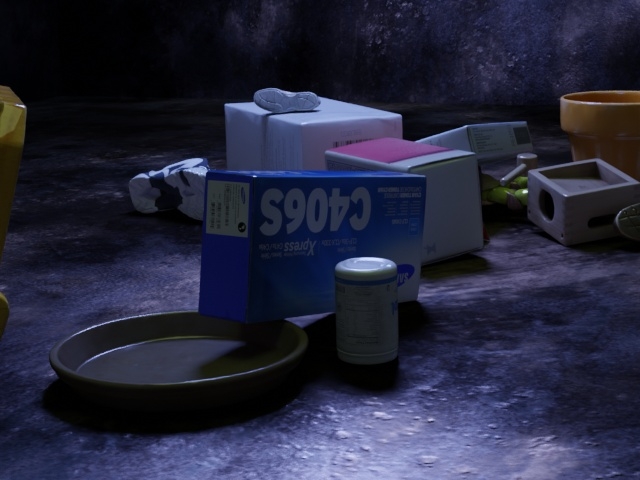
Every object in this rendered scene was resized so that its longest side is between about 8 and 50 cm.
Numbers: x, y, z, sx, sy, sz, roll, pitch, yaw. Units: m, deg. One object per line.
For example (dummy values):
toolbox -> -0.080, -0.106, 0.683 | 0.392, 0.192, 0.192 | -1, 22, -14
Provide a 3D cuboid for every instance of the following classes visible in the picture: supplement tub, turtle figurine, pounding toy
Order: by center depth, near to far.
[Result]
supplement tub -> 0.051, 0.077, 1.456 | 0.071, 0.107, 0.071 | -2, 13, 0
pounding toy -> 0.365, -0.065, 2.049 | 0.181, 0.094, 0.206 | -10, 24, -16
turtle figurine -> 0.271, -0.083, 2.190 | 0.217, 0.087, 0.269 | 0, 13, 6

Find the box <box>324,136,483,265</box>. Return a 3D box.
box -> 0.122, -0.063, 1.963 | 0.127, 0.149, 0.232 | -14, 17, -28

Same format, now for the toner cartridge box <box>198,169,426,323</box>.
toner cartridge box -> 0.000, 0.000, 1.567 | 0.075, 0.165, 0.348 | 9, 8, 36

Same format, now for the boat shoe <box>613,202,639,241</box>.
boat shoe -> 0.512, -0.022, 1.970 | 0.178, 0.064, 0.060 | -6, -18, -23

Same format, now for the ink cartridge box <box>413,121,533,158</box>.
ink cartridge box -> 0.201, -0.139, 2.219 | 0.239, 0.060, 0.275 | -15, -1, 30

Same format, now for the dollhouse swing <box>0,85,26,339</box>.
dollhouse swing -> -0.486, -0.007, 1.464 | 0.315, 0.305, 0.347 | -5, 14, -17

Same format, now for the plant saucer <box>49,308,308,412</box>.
plant saucer -> -0.150, 0.127, 1.415 | 0.278, 0.041, 0.278 | -2, 13, 0

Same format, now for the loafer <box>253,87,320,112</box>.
loafer -> -0.061, -0.257, 2.443 | 0.125, 0.045, 0.039 | 5, 1, 17

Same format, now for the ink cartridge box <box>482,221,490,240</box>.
ink cartridge box -> 0.213, -0.045, 2.011 | 0.029, 0.115, 0.063 | -35, 25, -21

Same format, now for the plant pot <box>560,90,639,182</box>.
plant pot -> 0.509, -0.150, 2.228 | 0.205, 0.188, 0.205 | -1, 12, 0

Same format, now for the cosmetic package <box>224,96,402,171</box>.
cosmetic package -> -0.021, -0.182, 2.532 | 0.217, 0.156, 0.385 | -7, 12, -23

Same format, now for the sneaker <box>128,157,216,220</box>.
sneaker -> -0.204, -0.098, 2.305 | 0.235, 0.094, 0.153 | -5, 17, 39
